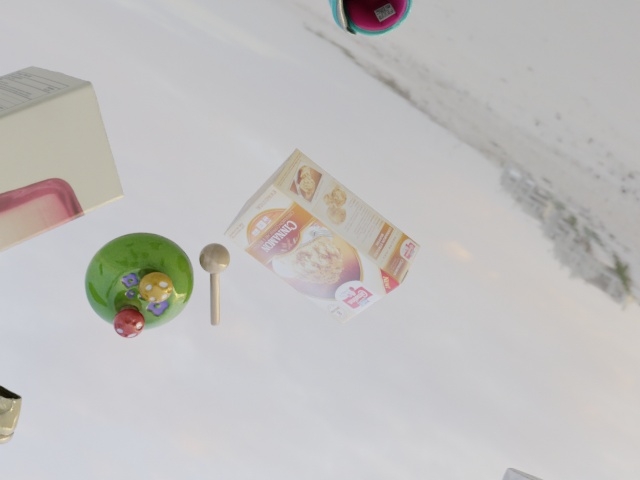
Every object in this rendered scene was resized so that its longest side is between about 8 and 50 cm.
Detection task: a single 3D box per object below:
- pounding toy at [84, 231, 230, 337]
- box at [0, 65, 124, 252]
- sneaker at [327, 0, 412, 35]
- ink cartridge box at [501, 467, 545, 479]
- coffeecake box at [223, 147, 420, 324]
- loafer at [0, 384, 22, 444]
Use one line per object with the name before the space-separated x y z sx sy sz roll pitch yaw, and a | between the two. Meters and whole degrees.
pounding toy | -0.268 0.092 1.634 0.237 0.182 0.110 1 -153 -15
box | -0.333 -0.066 0.948 0.232 0.126 0.149 -27 -150 -30
sneaker | 0.068 -0.358 1.407 0.178 0.124 0.295 57 -166 22
ink cartridge box | 0.236 0.377 0.878 0.198 0.270 0.197 27 172 -13
coffeecake box | 0.000 0.000 1.166 0.185 0.142 0.068 37 -126 -9
loafer | -0.603 0.227 1.642 0.269 0.092 0.102 37 -179 -2
